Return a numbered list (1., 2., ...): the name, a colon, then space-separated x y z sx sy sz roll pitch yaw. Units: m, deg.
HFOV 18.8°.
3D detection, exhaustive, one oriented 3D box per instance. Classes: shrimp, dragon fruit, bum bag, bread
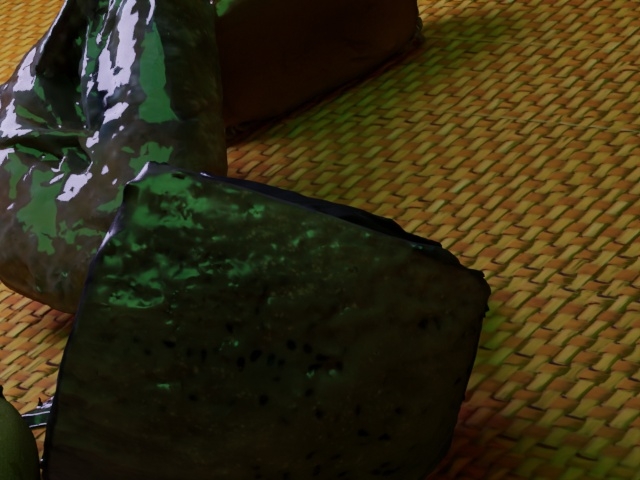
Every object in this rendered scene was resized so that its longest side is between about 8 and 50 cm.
1. shrimp: -0.183 -0.137 1.620 0.221 0.110 0.446 -7 61 12
2. dragon fruit: -0.024 0.090 1.171 0.221 0.204 0.283 16 -6 9
3. bum bag: 0.000 0.000 1.429 0.248 0.123 0.060 15 86 56
4. bread: -0.028 -0.199 1.777 0.241 0.136 0.107 -26 27 -16

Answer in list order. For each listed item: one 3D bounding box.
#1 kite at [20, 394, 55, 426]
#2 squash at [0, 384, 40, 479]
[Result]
1. kite: -0.132 0.088 1.445 0.241 0.014 0.183 -31 28 -19
2. squash: -0.229 0.171 1.269 0.094 0.094 0.341 -17 26 5
